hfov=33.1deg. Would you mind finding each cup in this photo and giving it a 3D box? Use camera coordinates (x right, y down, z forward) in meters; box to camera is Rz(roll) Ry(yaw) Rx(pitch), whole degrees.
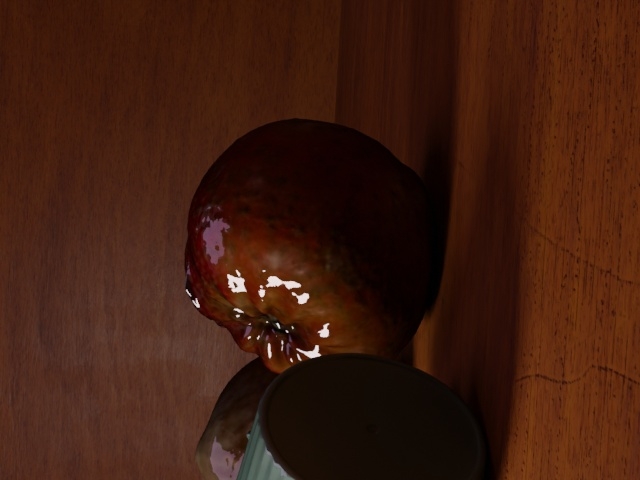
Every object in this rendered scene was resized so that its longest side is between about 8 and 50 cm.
[{"bbox_3d":[0.025,0.341,1.319,0.401,0.310,0.392,-96,15,-57],"label":"cup"}]

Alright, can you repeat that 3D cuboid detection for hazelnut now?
[{"bbox_3d":[-0.018,0.374,1.808,0.359,0.359,0.409,101,180,-65],"label":"hazelnut"}]

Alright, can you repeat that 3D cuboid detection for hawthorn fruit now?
[{"bbox_3d":[0.000,0.000,1.634,0.403,0.403,0.403,-177,90,-86],"label":"hawthorn fruit"}]
